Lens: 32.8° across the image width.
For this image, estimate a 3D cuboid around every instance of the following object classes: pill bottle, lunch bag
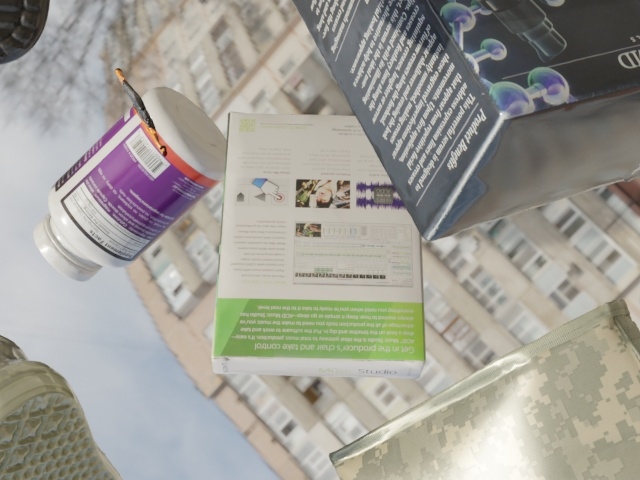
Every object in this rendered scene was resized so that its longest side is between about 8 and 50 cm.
[{"bbox_3d":[-0.306,-0.082,1.742,0.181,0.323,0.181,44,-163,-17],"label":"pill bottle"},{"bbox_3d":[0.184,0.207,0.851,0.169,0.287,0.235,-2,-117,-50],"label":"lunch bag"}]

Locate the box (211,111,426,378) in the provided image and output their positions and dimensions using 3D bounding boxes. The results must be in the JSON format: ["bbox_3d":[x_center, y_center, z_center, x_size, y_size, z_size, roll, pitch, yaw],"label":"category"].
[{"bbox_3d":[0.000,0.000,1.247,0.058,0.232,0.322,92,180,-61],"label":"box"}]

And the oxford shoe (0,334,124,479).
[{"bbox_3d":[-0.259,0.216,0.912,0.130,0.169,0.449,32,148,21],"label":"oxford shoe"}]

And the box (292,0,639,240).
[{"bbox_3d":[0.171,-0.243,1.113,0.293,0.212,0.395,-17,-115,-25],"label":"box"}]

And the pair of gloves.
[{"bbox_3d":[-0.181,-0.130,1.108,0.074,0.010,0.083,55,171,29],"label":"pair of gloves"}]

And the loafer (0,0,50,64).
[{"bbox_3d":[-0.255,-0.315,0.787,0.133,0.366,0.130,5,-168,-18],"label":"loafer"}]
